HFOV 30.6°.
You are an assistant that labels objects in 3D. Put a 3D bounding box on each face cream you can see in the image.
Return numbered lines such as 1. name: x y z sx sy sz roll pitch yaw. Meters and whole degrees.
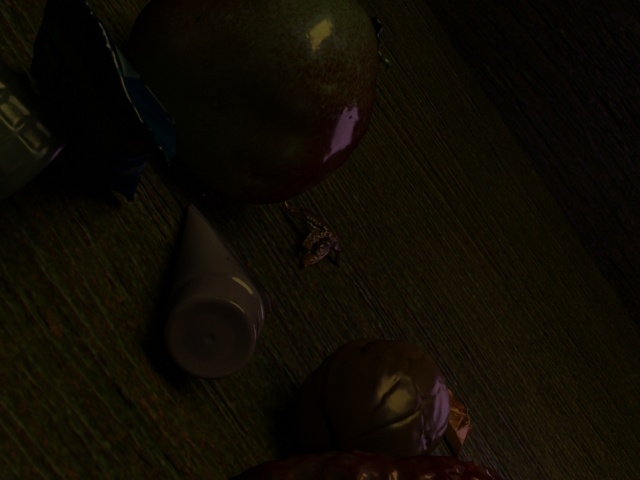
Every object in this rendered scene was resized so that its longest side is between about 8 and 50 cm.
1. face cream: -0.106 0.056 1.248 0.154 0.096 0.274 49 11 -14

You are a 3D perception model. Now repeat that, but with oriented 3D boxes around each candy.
1. candy: -0.209 -0.124 1.085 0.187 0.077 0.331 58 -19 -3

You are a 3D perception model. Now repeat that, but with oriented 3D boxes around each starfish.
1. starfish: 0.004 -0.004 1.586 0.130 0.041 0.133 37 31 -44

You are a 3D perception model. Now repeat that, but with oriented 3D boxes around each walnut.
1. walnut: 0.057 0.189 1.287 0.167 0.167 0.207 58 31 -1

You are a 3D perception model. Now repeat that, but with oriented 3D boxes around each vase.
1. vase: -0.344 -0.171 0.976 0.299 0.143 0.143 53 23 -22

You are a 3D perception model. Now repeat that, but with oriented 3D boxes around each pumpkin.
1. pumpkin: 0.188 0.248 1.653 0.101 0.035 0.073 62 25 3

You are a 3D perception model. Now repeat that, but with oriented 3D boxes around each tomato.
1. tomato: -0.081 -0.184 1.383 0.303 0.303 0.239 53 39 -12

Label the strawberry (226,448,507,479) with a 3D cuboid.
1. strawberry: 0.047 0.309 0.995 0.351 0.312 0.267 34 7 -10
